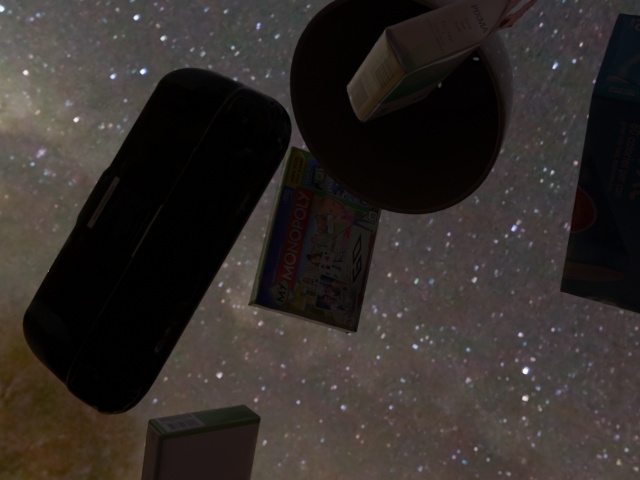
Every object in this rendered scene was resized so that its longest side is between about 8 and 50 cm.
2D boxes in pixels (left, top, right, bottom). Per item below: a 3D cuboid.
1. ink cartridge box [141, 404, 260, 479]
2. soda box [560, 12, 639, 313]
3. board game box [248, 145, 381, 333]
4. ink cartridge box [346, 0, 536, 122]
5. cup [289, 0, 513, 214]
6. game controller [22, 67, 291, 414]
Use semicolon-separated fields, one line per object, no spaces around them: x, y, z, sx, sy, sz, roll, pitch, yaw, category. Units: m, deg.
-0.185;0.376;1.072;0.056;0.171;0.235;20;-76;48;ink cartridge box
0.201;-0.034;0.448;0.071;0.067;0.210;16;-29;22;soda box
0.000;0.000;1.379;0.214;0.317;0.046;18;-17;-21;board game box
0.151;-0.206;0.755;0.181;0.225;0.056;148;-80;-79;ink cartridge box
0.155;-0.238;1.078;0.331;0.237;0.331;19;-51;25;cup
-0.155;-0.009;0.650;0.166;0.319;0.067;29;-2;40;game controller
